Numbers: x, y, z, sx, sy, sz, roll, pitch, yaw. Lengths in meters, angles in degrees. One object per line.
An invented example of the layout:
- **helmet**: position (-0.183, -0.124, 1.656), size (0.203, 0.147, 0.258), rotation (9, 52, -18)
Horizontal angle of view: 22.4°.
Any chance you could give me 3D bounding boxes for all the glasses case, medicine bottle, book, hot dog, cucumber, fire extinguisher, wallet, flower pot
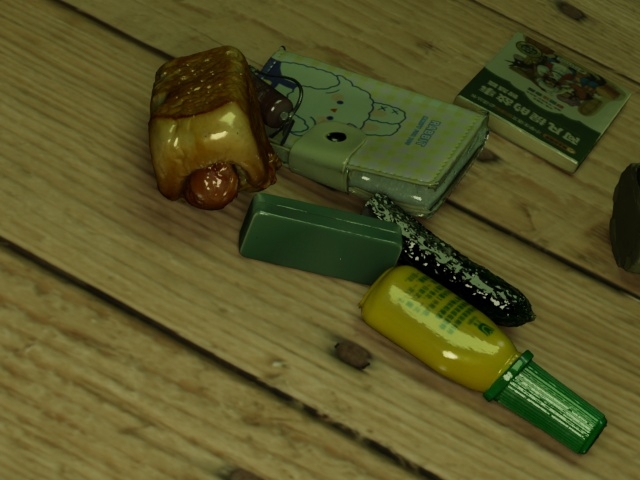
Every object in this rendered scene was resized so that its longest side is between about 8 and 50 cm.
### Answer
- **glasses case**: position (0.000, 0.000, 1.912), size (0.184, 0.078, 0.039), rotation (13, 41, -12)
- **medicine bottle**: position (0.187, 0.136, 1.841), size (0.309, 0.076, 0.111), rotation (34, 41, 16)
- **book**: position (0.329, -0.207, 2.378), size (0.202, 0.027, 0.264), rotation (31, 38, 11)
- **hot dog**: position (-0.130, -0.121, 1.930), size (0.150, 0.153, 0.256), rotation (-12, 26, 3)
- **cucumber**: position (0.151, 0.035, 1.958), size (0.245, 0.067, 0.067), rotation (38, 39, 12)
- **fire extinguisher**: position (-0.073, -0.187, 2.050), size (0.157, 0.078, 0.045), rotation (39, -1, 37)
- **wallet**: position (0.042, -0.145, 2.096), size (0.309, 0.077, 0.223), rotation (19, 43, 16)
- **flower pot**: position (0.497, -0.024, 2.108), size (0.202, 0.212, 0.212), rotation (5, 40, -10)
